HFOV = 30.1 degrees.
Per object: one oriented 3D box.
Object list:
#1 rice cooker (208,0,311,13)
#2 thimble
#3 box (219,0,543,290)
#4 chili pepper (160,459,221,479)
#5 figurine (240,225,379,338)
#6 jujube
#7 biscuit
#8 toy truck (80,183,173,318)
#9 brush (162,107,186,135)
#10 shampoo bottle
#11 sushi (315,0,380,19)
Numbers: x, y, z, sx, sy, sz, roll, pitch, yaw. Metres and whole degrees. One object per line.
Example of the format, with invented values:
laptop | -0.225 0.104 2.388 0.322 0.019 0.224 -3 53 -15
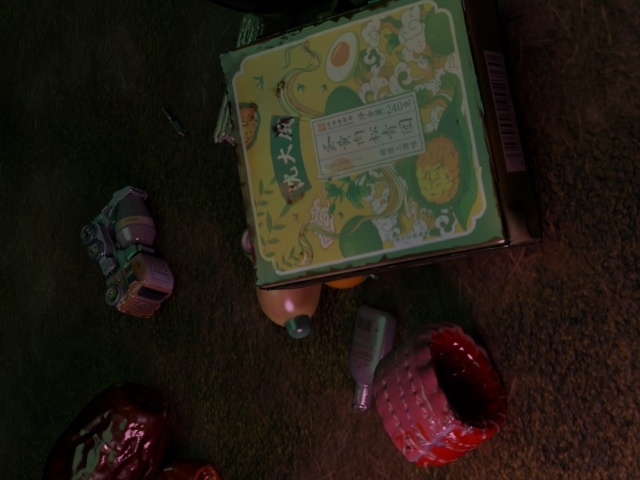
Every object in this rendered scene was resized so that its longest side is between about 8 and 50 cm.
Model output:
rice cooker | -0.100 -0.516 1.986 0.267 0.267 0.224 -11 72 47
thimble | 0.169 0.216 1.692 0.125 0.163 0.189 -42 44 38
box | 0.080 -0.140 1.724 0.420 0.138 0.372 -11 87 28
chili pepper | -0.251 0.443 2.218 0.169 0.065 0.088 5 104 54
figurine | 0.000 0.000 1.926 0.222 0.124 0.324 49 118 38
jujube | -0.409 0.427 2.290 0.223 0.223 0.318 46 112 39
biscuit | -0.108 -0.271 2.073 0.062 0.108 0.238 24 104 40
toy truck | -0.372 0.017 2.346 0.140 0.108 0.256 -43 54 21
brush | -0.287 -0.236 2.333 0.013 0.016 0.083 -50 52 17
shampoo bottle | 0.078 0.186 1.884 0.080 0.040 0.165 16 99 46
sushi | 0.061 -0.356 1.859 0.139 0.131 0.291 35 115 6
